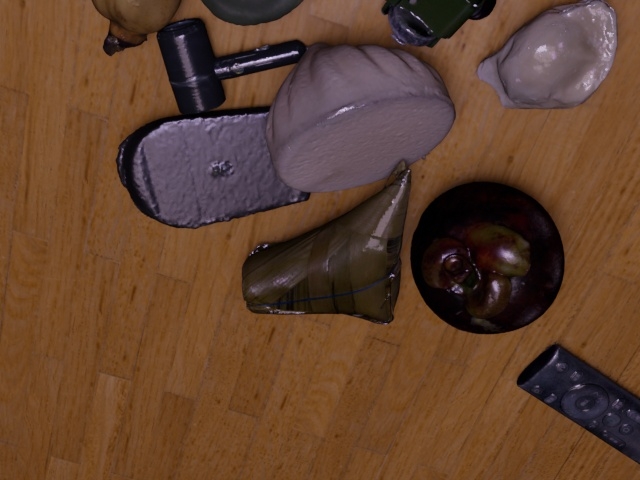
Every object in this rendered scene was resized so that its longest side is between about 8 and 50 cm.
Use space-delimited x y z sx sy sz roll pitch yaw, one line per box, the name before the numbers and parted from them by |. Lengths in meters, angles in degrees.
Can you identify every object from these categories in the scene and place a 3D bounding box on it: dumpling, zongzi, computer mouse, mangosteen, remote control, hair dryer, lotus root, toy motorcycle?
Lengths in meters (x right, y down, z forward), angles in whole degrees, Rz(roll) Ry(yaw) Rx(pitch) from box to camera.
dumpling | 0.310 -0.239 1.084 0.199 0.118 0.136 -19 116 39
zongzi | 0.000 0.000 1.218 0.260 0.123 0.289 2 134 4
computer mouse | -0.155 -0.116 1.218 0.295 0.087 0.168 -9 112 -4
mangosteen | 0.230 0.030 1.154 0.228 0.265 0.228 4 100 23
remote control | 0.520 0.311 1.409 0.377 0.044 0.107 33 114 -13
hair dryer | -0.113 -0.261 1.143 0.219 0.071 0.124 -10 118 4
lotus root | -0.244 -0.348 1.073 0.125 0.118 0.221 36 124 38
toy motorcycle | 0.114 -0.375 1.020 0.275 0.127 0.205 40 147 -6

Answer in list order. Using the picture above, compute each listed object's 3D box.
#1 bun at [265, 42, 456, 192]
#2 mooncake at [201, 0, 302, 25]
bun | 0.038 -0.193 1.099 0.263 0.263 0.175 -26 71 19
mooncake | -0.090 -0.371 1.046 0.175 0.104 0.168 17 131 -10
